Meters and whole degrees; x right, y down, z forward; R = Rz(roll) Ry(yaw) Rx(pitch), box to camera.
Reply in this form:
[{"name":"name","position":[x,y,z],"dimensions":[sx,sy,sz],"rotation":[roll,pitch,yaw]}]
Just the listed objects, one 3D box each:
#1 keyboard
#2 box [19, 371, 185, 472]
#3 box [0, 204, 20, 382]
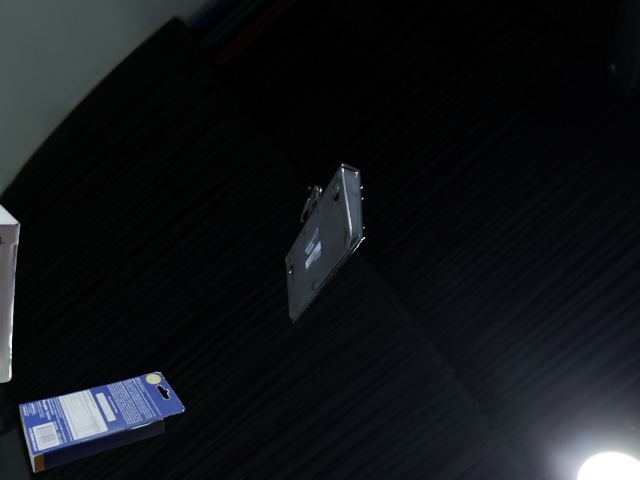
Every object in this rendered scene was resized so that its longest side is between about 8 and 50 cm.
[{"name":"keyboard","position":[0.000,0.000,0.495],"dimensions":[0.023,0.180,0.108],"rotation":[5,60,-20]},{"name":"box","position":[-0.350,0.284,0.840],"dimensions":[0.225,0.036,0.136],"rotation":[-8,22,-35]},{"name":"box","position":[-0.313,0.025,0.409],"dimensions":[0.091,0.129,0.171],"rotation":[-1,17,-44]}]
